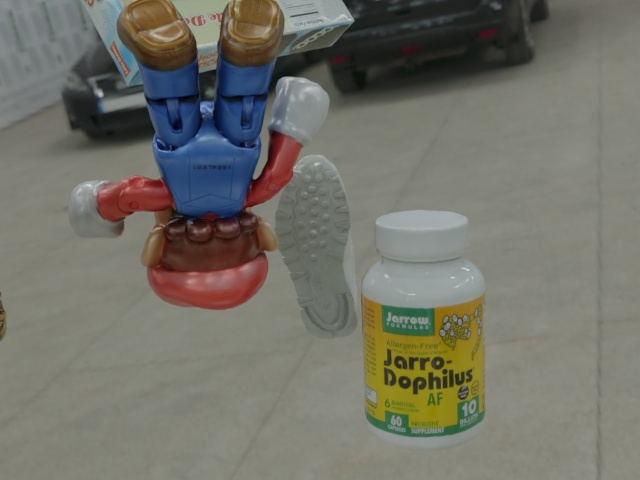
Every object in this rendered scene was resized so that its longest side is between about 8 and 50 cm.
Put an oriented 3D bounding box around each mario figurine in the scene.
[{"bbox_3d":[-0.114,-0.078,0.931,0.198,0.320,0.170,21,44,14],"label":"mario figurine"}]

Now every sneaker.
[{"bbox_3d":[0.000,0.000,1.231,0.090,0.235,0.095,0,29,9],"label":"sneaker"}]

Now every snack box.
[{"bbox_3d":[-0.125,-0.294,1.191,0.322,0.187,0.060,-21,-13,-43],"label":"snack box"}]

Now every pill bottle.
[{"bbox_3d":[0.098,0.081,0.975,0.118,0.208,0.117,-2,14,0],"label":"pill bottle"}]

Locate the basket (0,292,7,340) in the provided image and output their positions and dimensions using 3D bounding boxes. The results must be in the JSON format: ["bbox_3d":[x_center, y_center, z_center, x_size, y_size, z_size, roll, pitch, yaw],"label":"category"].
[{"bbox_3d":[-0.385,-0.030,0.765,0.223,0.299,0.213,-12,-4,-33],"label":"basket"}]
